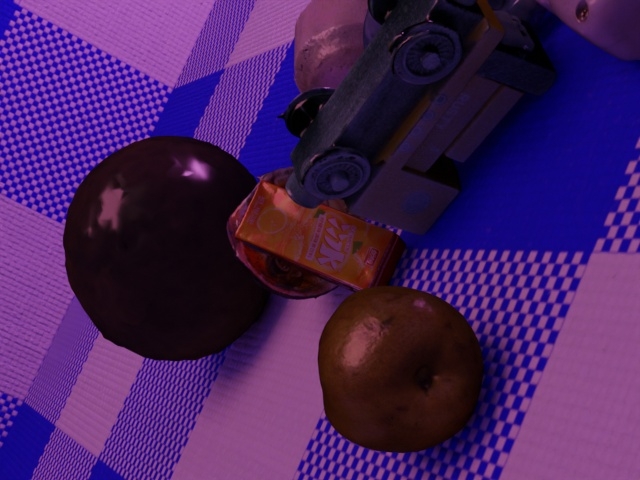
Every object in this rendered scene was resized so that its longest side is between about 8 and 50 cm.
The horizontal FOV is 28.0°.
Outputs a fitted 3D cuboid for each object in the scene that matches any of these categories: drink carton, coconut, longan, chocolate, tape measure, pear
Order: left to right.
[{"bbox_3d":[-0.250,0.014,2.202,0.391,0.391,0.391,-50,23,31],"label":"longan"},{"bbox_3d":[-0.028,-0.001,1.956,0.147,0.221,0.221,77,-143,-79],"label":"chocolate"},{"bbox_3d":[0.000,0.000,1.819,0.096,0.223,0.071,-64,-25,-7],"label":"drink carton"},{"bbox_3d":[0.058,-0.319,2.083,0.224,0.224,0.234,-41,30,45],"label":"coconut"},{"bbox_3d":[0.089,0.144,1.453,0.200,0.200,0.200,-50,23,31],"label":"pear"},{"bbox_3d":[0.367,-0.352,1.480,0.258,0.130,0.265,-54,21,16],"label":"tape measure"}]

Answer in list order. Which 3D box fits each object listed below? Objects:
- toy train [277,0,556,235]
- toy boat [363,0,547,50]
[{"bbox_3d":[0.122,-0.180,1.670,0.397,0.253,0.160,-53,37,32],"label":"toy train"},{"bbox_3d":[0.172,-0.311,1.765,0.330,0.215,0.123,-37,8,45],"label":"toy boat"}]
